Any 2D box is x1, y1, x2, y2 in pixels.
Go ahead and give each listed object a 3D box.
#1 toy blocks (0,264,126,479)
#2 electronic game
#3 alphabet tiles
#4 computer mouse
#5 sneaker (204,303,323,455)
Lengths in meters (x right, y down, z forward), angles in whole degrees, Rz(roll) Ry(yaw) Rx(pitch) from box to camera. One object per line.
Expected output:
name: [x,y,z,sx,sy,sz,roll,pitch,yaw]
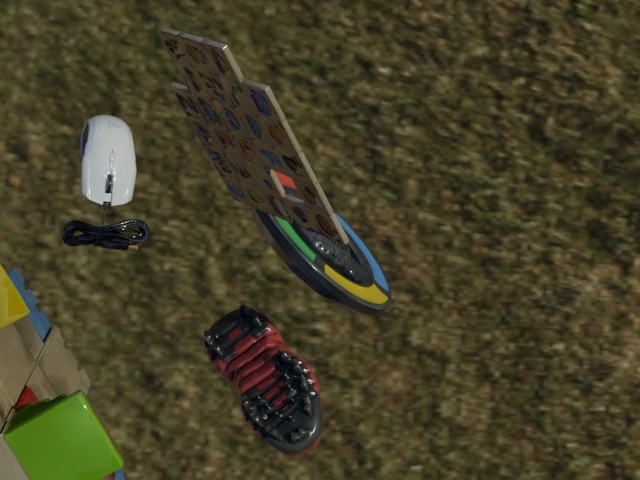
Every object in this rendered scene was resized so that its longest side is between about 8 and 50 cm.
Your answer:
toy blocks: [-0.218,0.101,0.968,0.191,0.261,0.381,-29,101,3]
electronic game: [0.000,0.000,1.880,0.048,0.229,0.229,-44,62,17]
alphabet tiles: [-0.078,-0.108,1.563,0.009,0.237,0.198,-42,37,-20]
computer mouse: [-0.263,-0.079,1.937,0.042,0.106,0.193,124,146,-58]
sneaker: [-0.049,0.188,1.893,0.097,0.135,0.276,-34,32,-5]
